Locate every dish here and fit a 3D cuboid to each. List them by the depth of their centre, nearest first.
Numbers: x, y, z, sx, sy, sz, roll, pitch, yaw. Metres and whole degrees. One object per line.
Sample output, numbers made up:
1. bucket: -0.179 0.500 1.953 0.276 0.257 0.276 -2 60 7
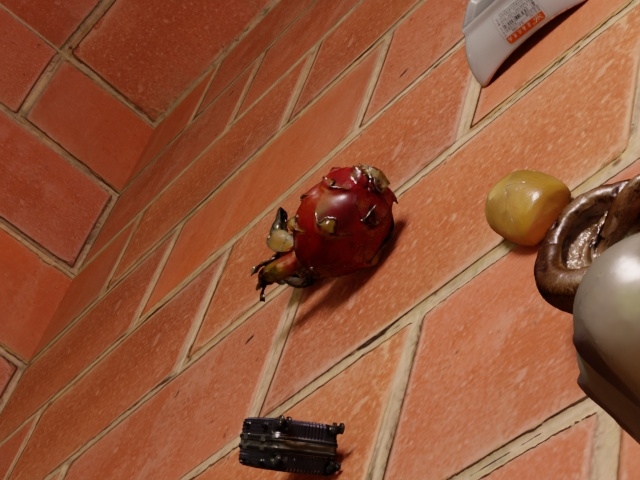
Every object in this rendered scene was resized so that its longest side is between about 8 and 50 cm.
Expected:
1. dish: 0.267 -0.322 1.932 0.212 0.077 0.151 -40 19 35

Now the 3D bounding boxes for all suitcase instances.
1. suitcase: -0.034 0.221 1.563 0.126 0.086 0.059 168 112 -66

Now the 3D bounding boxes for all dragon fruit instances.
1. dragon fruit: 0.000 0.000 1.870 0.246 0.125 0.125 -35 50 26

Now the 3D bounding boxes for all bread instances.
1. bread: 0.210 -0.040 1.514 0.082 0.056 0.115 -52 16 3

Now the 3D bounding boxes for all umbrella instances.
1. umbrella: -0.033 0.031 2.030 0.067 0.062 0.143 -16 15 6

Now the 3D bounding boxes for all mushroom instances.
1. mushroom: 0.262 -0.002 1.250 0.170 0.080 0.135 -41 32 32

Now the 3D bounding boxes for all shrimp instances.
1. shrimp: 0.002 -0.039 2.018 0.150 0.051 0.217 -8 31 26

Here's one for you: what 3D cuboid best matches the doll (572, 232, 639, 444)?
1. doll: 0.297 0.006 0.898 0.226 0.215 0.370 22 74 30
